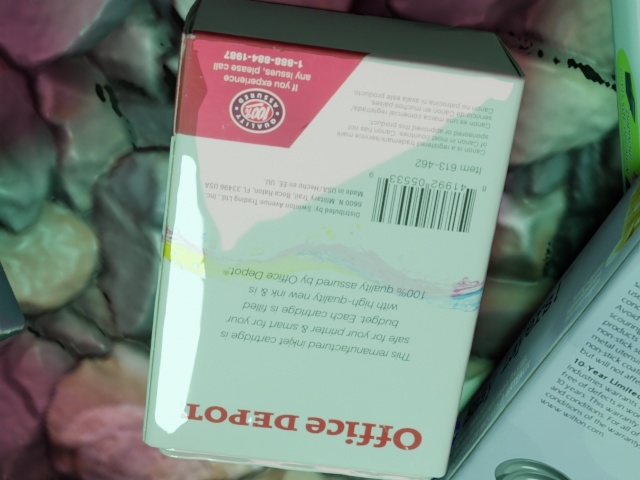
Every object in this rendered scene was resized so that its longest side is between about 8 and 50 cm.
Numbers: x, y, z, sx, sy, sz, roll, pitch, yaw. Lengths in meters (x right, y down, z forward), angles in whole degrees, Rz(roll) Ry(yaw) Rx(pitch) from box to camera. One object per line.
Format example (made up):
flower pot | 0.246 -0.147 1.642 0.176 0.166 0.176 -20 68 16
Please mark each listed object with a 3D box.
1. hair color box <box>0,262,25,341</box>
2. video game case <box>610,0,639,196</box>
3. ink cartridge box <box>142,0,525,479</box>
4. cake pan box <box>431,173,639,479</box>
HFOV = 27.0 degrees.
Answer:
hair color box | -0.315 0.066 0.460 0.374 0.185 0.113 -25 86 18
video game case | 0.247 -0.113 0.506 0.269 0.061 0.244 -8 114 2
ink cartridge box | 0.000 0.000 0.541 0.127 0.072 0.175 7 112 -4
cake pan box | 0.199 0.098 0.519 0.267 0.070 0.246 27 135 1
